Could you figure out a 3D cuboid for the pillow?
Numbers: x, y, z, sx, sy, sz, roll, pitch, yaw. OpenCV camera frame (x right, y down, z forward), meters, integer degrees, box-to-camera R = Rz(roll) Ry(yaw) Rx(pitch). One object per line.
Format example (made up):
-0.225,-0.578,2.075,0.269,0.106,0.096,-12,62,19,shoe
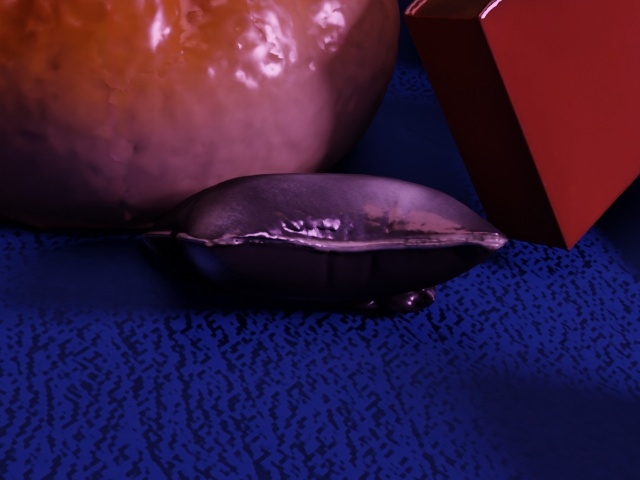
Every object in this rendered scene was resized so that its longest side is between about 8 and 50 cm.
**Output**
0.000,-0.002,0.600,0.135,0.055,0.091,3,27,-19,pillow

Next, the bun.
-0.100,-0.137,0.697,0.299,0.165,0.299,11,28,-6,bun

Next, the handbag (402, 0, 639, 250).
0.132,-0.103,0.685,0.063,0.127,0.190,13,49,48,handbag
